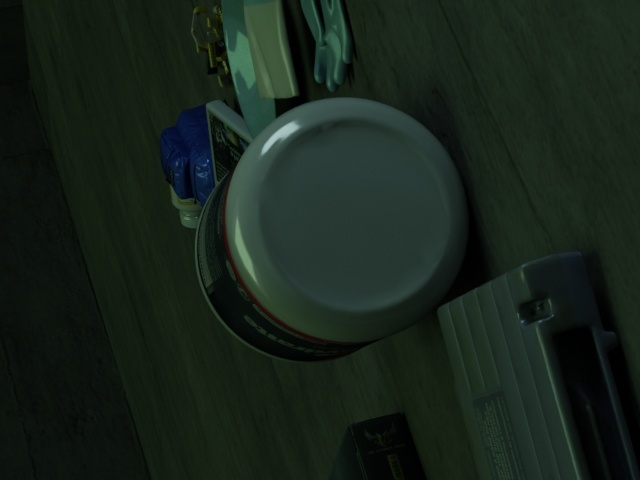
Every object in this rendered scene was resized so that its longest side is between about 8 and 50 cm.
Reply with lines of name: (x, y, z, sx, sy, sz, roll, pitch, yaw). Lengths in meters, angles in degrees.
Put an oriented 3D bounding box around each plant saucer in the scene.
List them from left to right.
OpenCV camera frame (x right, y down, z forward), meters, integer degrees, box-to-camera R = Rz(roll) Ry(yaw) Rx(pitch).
plant saucer: (-0.059, -0.188, 1.983, 0.195, 0.037, 0.195, 166, 90, -77)

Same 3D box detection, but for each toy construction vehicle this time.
toy construction vehicle: (-0.123, -0.224, 2.224, 0.086, 0.035, 0.098, -153, 51, -73)

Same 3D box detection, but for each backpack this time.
backpack: (-0.128, -0.087, 2.246, 0.120, 0.101, 0.098, -125, 19, -46)

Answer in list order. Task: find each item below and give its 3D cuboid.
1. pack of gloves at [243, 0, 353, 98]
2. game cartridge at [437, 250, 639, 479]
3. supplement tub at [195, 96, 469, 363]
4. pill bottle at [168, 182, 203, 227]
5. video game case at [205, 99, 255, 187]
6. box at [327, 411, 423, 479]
pack of gloves: (-0.019, -0.250, 1.780, 0.195, 0.046, 0.232, 5, 108, 62)
game cartridge: (0.175, 0.196, 1.327, 0.230, 0.068, 0.355, 132, 124, -79)
supplement tub: (0.000, 0.000, 1.572, 0.272, 0.191, 0.191, 142, 115, -76)
pill bottle: (-0.164, -0.077, 2.479, 0.065, 0.065, 0.116, -124, 25, -57)
video game case: (-0.066, -0.043, 2.106, 0.190, 0.022, 0.173, 40, 143, 49)
box: (0.063, 0.294, 1.888, 0.232, 0.059, 0.183, 107, 149, -65)
